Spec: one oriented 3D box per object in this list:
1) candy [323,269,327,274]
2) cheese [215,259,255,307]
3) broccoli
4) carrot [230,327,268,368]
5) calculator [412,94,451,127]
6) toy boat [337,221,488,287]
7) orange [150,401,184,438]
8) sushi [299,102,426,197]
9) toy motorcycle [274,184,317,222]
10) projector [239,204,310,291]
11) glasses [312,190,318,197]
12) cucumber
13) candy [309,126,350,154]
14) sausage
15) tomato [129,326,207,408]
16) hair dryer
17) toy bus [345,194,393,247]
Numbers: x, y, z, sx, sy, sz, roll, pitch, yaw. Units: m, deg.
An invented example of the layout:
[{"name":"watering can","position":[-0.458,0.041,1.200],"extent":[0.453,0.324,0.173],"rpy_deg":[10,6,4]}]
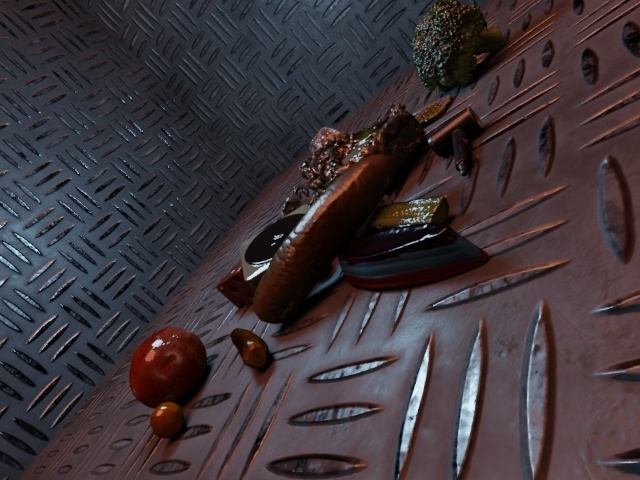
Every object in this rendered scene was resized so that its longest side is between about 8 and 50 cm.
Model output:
[{"name":"candy","position":[-0.032,0.080,1.180],"extent":[0.061,0.061,0.202],"rpy_deg":[-51,8,-22]},{"name":"cheese","position":[-0.227,0.115,1.450],"extent":[0.203,0.128,0.177],"rpy_deg":[-32,18,52]},{"name":"broccoli","position":[0.464,-0.648,1.500],"extent":[0.375,0.302,0.249],"rpy_deg":[96,-169,-71]},{"name":"carrot","position":[-0.186,0.260,1.078],"extent":[0.066,0.066,0.314],"rpy_deg":[-49,12,-15]},{"name":"calculator","position":[0.366,-0.436,1.515],"extent":[0.236,0.033,0.157],"rpy_deg":[-22,27,50]},{"name":"toy boat","position":[0.146,0.026,0.810],"extent":[0.136,0.079,0.392],"rpy_deg":[-52,14,-20]},{"name":"orange","position":[-0.374,0.440,1.046],"extent":[0.083,0.083,0.083],"rpy_deg":[-41,16,14]},{"name":"sushi","position":[0.138,-0.269,1.343],"extent":[0.418,0.175,0.417],"rpy_deg":[-31,18,12]},{"name":"toy motorcycle","position":[-0.089,-0.114,1.717],"extent":[0.229,0.130,0.094],"rpy_deg":[-63,-4,-15]},{"name":"projector","position":[-0.109,0.018,1.259],"extent":[0.257,0.079,0.259],"rpy_deg":[-32,26,1]},{"name":"glasses","position":[0.039,-0.235,1.773],"extent":[0.140,0.062,0.104],"rpy_deg":[-53,18,-24]},{"name":"cucumber","position":[0.187,-0.040,0.902],"extent":[0.211,0.062,0.078],"rpy_deg":[-2,57,60]},{"name":"candy","position":[0.062,-0.362,1.757],"extent":[0.157,0.214,0.289],"rpy_deg":[-51,15,-2]},{"name":"sausage","position":[-0.002,-0.001,1.008],"extent":[0.500,0.136,0.123],"rpy_deg":[-53,51,11]},{"name":"tomato","position":[-0.445,0.361,1.228],"extent":[0.232,0.188,0.232],"rpy_deg":[-42,13,12]},{"name":"hair dryer","position":[0.317,-0.214,1.010],"extent":[0.128,0.070,0.255],"rpy_deg":[-34,23,36]},{"name":"toy bus","position":[0.097,-0.060,1.112],"extent":[0.194,0.089,0.087],"rpy_deg":[-44,15,0]}]
